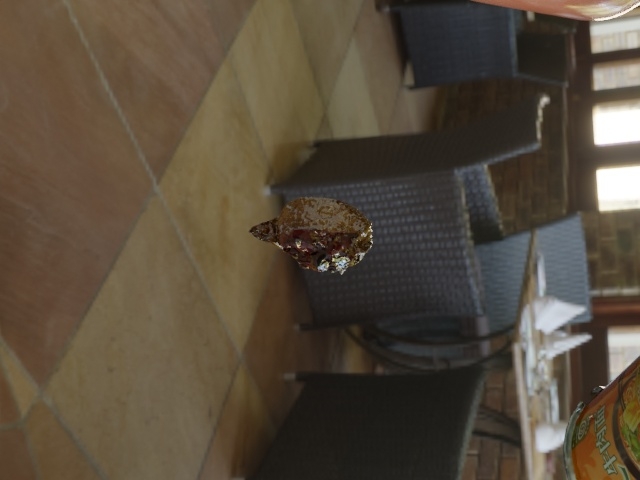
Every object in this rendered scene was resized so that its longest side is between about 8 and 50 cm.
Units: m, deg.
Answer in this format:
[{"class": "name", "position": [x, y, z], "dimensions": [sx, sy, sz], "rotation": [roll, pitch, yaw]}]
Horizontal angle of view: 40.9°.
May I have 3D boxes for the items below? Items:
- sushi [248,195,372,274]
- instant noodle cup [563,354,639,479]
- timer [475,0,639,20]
[{"class": "sushi", "position": [0.000, 0.000, 0.573], "dimensions": [0.050, 0.099, 0.047], "rotation": [54, 54, -28]}, {"class": "instant noodle cup", "position": [0.358, 0.177, 0.776], "dimensions": [0.182, 0.230, 0.230], "rotation": [97, 4, -51]}, {"class": "timer", "position": [0.152, -0.263, 0.583], "dimensions": [0.229, 0.229, 0.215], "rotation": [-27, 125, -70]}]
